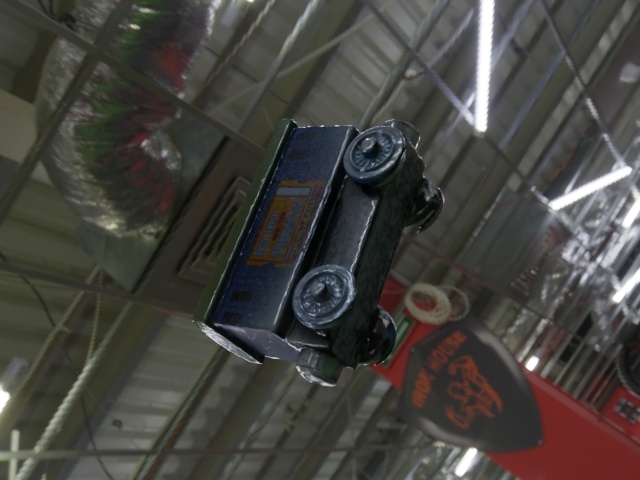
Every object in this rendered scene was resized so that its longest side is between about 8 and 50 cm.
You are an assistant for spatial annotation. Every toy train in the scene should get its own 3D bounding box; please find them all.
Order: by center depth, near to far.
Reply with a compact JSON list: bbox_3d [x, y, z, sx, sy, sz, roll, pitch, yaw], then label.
[{"bbox_3d":[0.000,0.000,0.835,0.131,0.202,0.299,47,-123,-46],"label":"toy train"}]
